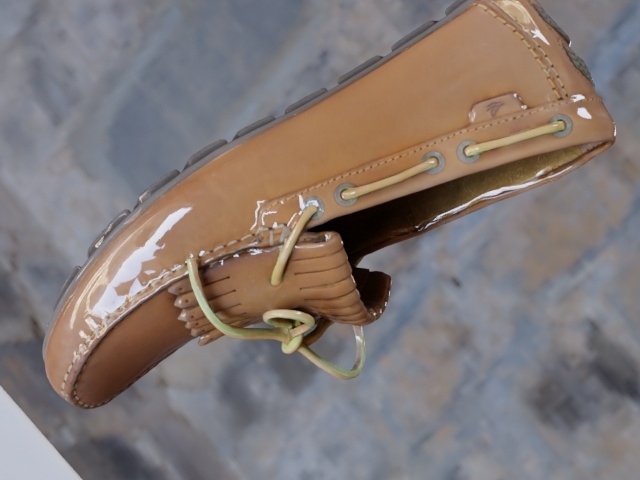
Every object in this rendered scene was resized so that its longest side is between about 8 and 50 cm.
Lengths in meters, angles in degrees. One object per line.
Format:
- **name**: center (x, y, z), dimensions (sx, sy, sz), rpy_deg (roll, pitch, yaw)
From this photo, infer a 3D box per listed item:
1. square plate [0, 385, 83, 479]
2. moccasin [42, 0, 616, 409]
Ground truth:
- **square plate**: center (-0.245, 0.105, 0.621), dimensions (0.049, 0.347, 0.344), rpy_deg (-19, -152, 40)
- **moccasin**: center (0.001, 0.001, 1.204), dimensions (0.380, 0.147, 0.139), rpy_deg (-30, 164, 4)
